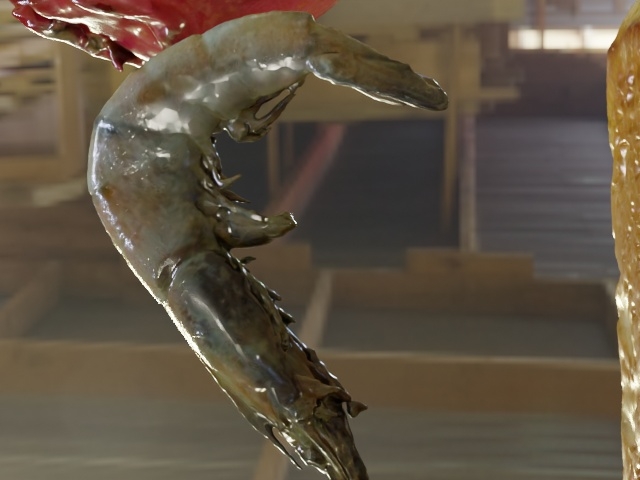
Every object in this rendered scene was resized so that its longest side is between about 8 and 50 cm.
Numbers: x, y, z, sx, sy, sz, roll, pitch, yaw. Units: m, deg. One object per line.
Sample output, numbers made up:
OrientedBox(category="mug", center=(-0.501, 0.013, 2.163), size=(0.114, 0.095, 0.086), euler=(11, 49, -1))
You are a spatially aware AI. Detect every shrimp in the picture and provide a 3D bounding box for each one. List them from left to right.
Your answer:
OrientedBox(category="shrimp", center=(0.001, -0.001, 0.644), size=(0.148, 0.195, 0.035), euler=(-33, -175, 12))

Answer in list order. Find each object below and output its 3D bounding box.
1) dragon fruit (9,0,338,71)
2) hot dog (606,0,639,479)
OrientedBox(category="dragon fruit", center=(-0.114, -0.253, 1.203), size=(0.386, 0.249, 0.371), euler=(13, -165, -44))
OrientedBox(category="hot dog", center=(0.300, 0.035, 0.978), size=(0.223, 0.405, 0.185), euler=(-2, -178, -10))
